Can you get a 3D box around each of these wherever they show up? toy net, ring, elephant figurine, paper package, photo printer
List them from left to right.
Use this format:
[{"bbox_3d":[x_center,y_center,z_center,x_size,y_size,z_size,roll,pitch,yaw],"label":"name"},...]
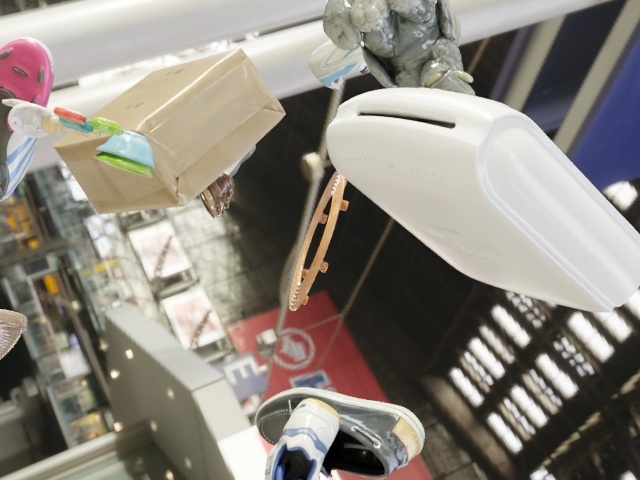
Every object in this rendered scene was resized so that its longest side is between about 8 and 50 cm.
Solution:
[{"bbox_3d":[-0.308,-0.131,1.137,0.232,0.122,0.045,16,-92,26],"label":"toy net"},{"bbox_3d":[-0.284,-0.200,1.774,0.324,0.309,0.168,-3,-55,49],"label":"paper package"},{"bbox_3d":[0.000,0.000,2.125,0.336,0.032,0.337,-161,-90,-83],"label":"ring"},{"bbox_3d":[0.113,-0.237,1.164,0.169,0.186,0.239,-2,-33,38],"label":"elephant figurine"},{"bbox_3d":[0.165,-0.049,1.005,0.307,0.107,0.256,37,-12,-36],"label":"photo printer"}]

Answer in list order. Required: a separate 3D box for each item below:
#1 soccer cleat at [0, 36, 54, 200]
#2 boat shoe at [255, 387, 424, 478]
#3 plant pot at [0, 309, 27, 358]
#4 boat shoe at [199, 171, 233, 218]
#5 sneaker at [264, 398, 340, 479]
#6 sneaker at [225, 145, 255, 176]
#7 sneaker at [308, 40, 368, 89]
[{"bbox_3d":[-0.535,-0.217,1.645,0.331,0.116,0.143,-60,-173,27],"label":"soccer cleat"},{"bbox_3d":[0.014,0.472,2.290,0.500,0.156,0.187,-1,-59,41],"label":"boat shoe"},{"bbox_3d":[-0.806,0.229,2.204,0.237,0.237,0.110,139,-48,-66],"label":"plant pot"},{"bbox_3d":[-0.214,-0.096,1.997,0.073,0.073,0.207,57,-11,0],"label":"boat shoe"},{"bbox_3d":[-0.058,0.418,1.709,0.111,0.131,0.297,22,-54,10],"label":"sneaker"},{"bbox_3d":[-0.229,-0.198,2.368,0.061,0.152,0.053,43,10,7],"label":"sneaker"},{"bbox_3d":[0.077,-0.344,1.642,0.086,0.085,0.237,37,-44,-23],"label":"sneaker"}]
